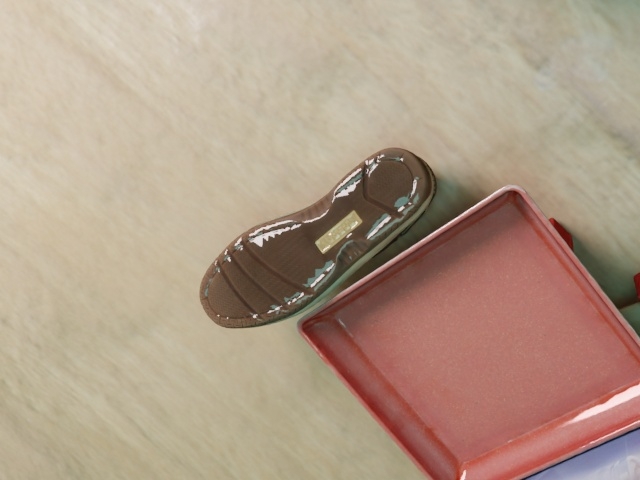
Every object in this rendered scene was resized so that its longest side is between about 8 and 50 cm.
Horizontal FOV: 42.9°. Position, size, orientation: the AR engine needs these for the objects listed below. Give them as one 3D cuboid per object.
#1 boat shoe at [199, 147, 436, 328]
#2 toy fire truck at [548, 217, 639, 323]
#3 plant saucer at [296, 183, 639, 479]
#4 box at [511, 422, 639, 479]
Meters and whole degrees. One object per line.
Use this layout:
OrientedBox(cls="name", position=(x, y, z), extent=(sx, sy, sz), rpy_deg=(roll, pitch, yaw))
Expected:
OrientedBox(cls="boat shoe", position=(0.004, 0.007, 0.788), extent=(0.257, 0.095, 0.095), rpy_deg=(-30, 81, 18))
OrientedBox(cls="toy fire truck", position=(0.229, 0.055, 0.774), extent=(0.135, 0.047, 0.192), rpy_deg=(44, 117, -6))
OrientedBox(cls="plant saucer", position=(0.153, 0.103, 0.764), extent=(0.259, 0.047, 0.258), rpy_deg=(-35, 102, 28))
OrientedBox(cls="box", position=(0.279, 0.294, 0.722), extent=(0.294, 0.296, 0.182), rpy_deg=(-34, 99, 24))
